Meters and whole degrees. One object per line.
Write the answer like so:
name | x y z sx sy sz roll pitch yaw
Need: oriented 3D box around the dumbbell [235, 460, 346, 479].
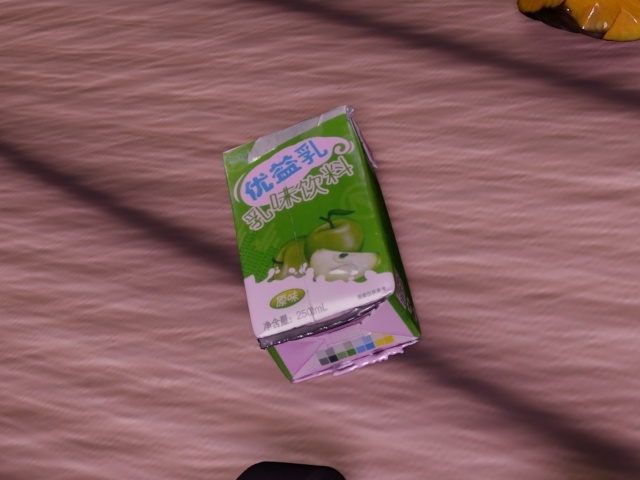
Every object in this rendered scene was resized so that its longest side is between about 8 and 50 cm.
dumbbell | 0.083 0.283 0.685 0.322 0.204 0.204 0 59 21

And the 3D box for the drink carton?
drink carton | 0.000 0.000 0.954 0.161 0.108 0.271 -20 55 9

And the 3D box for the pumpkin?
pumpkin | 0.319 -0.293 1.041 0.130 0.149 0.254 29 60 -12
